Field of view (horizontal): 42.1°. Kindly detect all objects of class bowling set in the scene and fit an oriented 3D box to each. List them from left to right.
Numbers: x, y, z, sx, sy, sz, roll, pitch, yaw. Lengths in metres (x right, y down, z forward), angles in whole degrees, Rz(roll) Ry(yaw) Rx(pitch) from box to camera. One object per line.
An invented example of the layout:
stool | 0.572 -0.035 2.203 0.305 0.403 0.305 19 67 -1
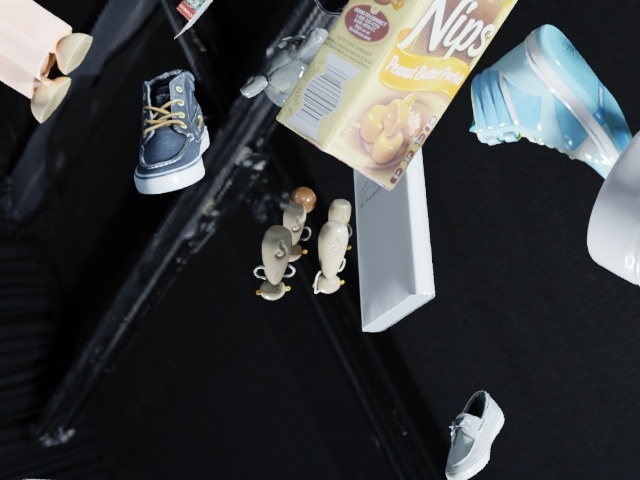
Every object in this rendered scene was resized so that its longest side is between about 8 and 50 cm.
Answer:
bowling set | 0.000 0.000 1.628 0.200 0.287 0.154 -114 -153 -55

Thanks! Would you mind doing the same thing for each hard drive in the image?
hard drive | 0.113 -0.026 1.358 0.203 0.040 0.307 134 -42 -60

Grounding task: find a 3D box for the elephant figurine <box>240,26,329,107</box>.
elephant figurine | -0.009 -0.304 1.522 0.186 0.239 0.169 34 -73 -7

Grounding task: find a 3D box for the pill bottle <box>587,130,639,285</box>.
pill bottle | 0.440 0.028 0.735 0.361 0.204 0.204 34 -64 38

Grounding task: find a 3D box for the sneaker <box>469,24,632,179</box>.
sneaker | 0.375 -0.190 1.388 0.208 0.127 0.319 -26 -64 37

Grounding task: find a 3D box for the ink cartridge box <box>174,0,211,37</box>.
ink cartridge box | -0.180 -0.352 1.218 0.029 0.063 0.115 43 -61 -11

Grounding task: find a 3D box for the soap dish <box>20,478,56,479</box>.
soap dish | -0.316 0.427 1.022 0.291 0.229 0.118 -87 -176 -69

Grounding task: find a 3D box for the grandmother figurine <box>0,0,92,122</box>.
grandmother figurine | -0.442 -0.291 0.967 0.207 0.342 0.104 -59 -170 9

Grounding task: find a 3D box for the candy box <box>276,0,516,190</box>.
candy box | 0.104 -0.229 0.965 0.087 0.183 0.316 38 -81 30

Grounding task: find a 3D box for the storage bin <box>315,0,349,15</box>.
storage bin | 0.027 -0.445 1.289 0.122 0.180 0.084 17 -117 46

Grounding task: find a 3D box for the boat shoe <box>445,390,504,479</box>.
boat shoe | 0.273 0.357 1.542 0.079 0.227 0.081 -27 -82 35

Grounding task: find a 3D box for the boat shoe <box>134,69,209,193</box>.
boat shoe | -0.147 -0.107 0.791 0.183 0.065 0.083 -97 176 -67
